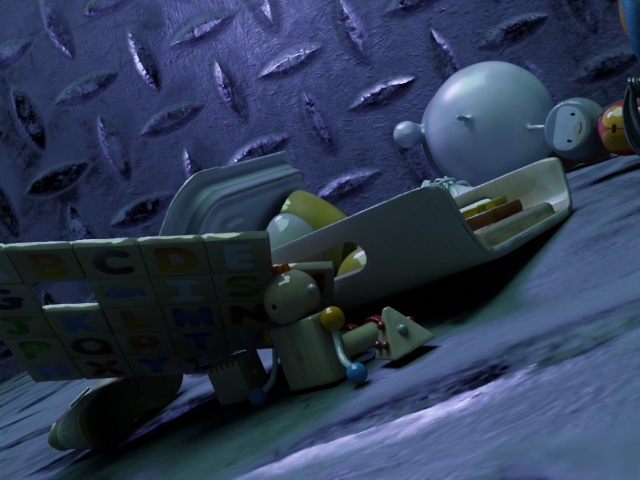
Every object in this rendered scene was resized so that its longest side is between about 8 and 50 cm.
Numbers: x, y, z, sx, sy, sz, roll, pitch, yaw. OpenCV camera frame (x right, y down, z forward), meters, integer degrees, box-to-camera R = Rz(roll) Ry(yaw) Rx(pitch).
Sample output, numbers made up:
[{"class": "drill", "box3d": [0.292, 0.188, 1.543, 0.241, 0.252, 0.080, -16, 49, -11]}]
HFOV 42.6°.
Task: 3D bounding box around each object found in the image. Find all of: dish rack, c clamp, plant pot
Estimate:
[{"class": "dish rack", "box3d": [-0.130, 0.023, 1.185, 0.333, 0.072, 0.285, -29, -35, -64]}, {"class": "c clamp", "box3d": [0.356, -0.152, 0.774, 0.160, 0.137, 0.022, -29, -25, 27]}, {"class": "plant pot", "box3d": [0.000, 0.000, 1.200, 0.095, 0.134, 0.134, 12, 17, 20]}]

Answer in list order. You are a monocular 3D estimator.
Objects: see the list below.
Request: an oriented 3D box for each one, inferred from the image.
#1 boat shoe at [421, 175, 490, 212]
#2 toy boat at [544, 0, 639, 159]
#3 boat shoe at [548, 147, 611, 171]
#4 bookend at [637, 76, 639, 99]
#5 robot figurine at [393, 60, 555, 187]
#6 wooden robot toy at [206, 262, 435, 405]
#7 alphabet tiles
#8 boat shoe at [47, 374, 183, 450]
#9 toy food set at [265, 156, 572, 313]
[{"class": "boat shoe", "box3d": [0.143, -0.039, 0.985, 0.226, 0.076, 0.083, -24, 3, 23]}, {"class": "toy boat", "box3d": [0.368, -0.213, 0.908, 0.148, 0.267, 0.318, 7, 54, 45]}, {"class": "boat shoe", "box3d": [0.356, -0.128, 1.096, 0.045, 0.050, 0.135, -31, 4, -18]}, {"class": "bookend", "box3d": [0.645, -0.285, 1.388, 0.157, 0.072, 0.156, -26, 2, -35]}, {"class": "robot figurine", "box3d": [0.268, -0.178, 1.333, 0.300, 0.200, 0.353, -6, 3, 5]}, {"class": "wooden robot toy", "box3d": [-0.010, 0.050, 0.521, 0.173, 0.079, 0.076, -22, 4, 44]}, {"class": "alphabet tiles", "box3d": [-0.109, 0.053, 0.573, 0.237, 0.009, 0.198, -2, -32, -2]}, {"class": "boat shoe", "box3d": [-0.168, 0.131, 0.696, 0.048, 0.056, 0.153, -19, 12, 22]}, {"class": "toy food set", "box3d": [0.068, -0.010, 0.693, 0.220, 0.092, 0.306, -23, -2, 31]}]
